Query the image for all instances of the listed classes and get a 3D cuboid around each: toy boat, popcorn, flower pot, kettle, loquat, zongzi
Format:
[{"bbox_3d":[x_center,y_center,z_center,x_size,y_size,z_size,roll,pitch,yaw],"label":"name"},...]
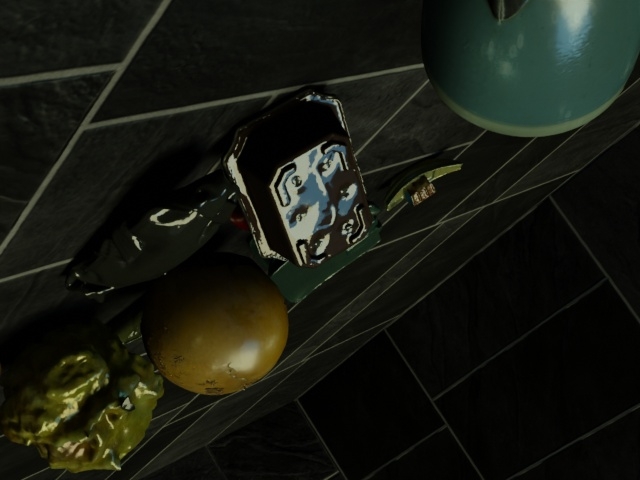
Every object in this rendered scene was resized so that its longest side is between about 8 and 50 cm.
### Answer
[{"bbox_3d":[0.195,-0.112,2.014,0.172,0.066,0.065,-32,164,-11],"label":"toy boat"},{"bbox_3d":[-0.358,0.243,1.595,0.249,0.225,0.249,-37,135,-49],"label":"popcorn"},{"bbox_3d":[-0.013,-0.064,1.371,0.179,0.084,0.250,-31,135,-13],"label":"flower pot"},{"bbox_3d":[0.244,-0.319,1.078,0.319,0.247,0.342,-62,166,-16],"label":"kettle"},{"bbox_3d":[-0.170,0.129,1.646,0.235,0.235,0.235,-31,167,-8],"label":"loquat"},{"bbox_3d":[-0.306,0.125,1.737,0.104,0.052,0.113,-21,149,-18],"label":"zongzi"}]

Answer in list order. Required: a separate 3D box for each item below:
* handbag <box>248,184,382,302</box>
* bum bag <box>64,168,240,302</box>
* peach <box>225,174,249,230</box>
[{"bbox_3d":[-0.001,0.000,1.909,0.239,0.089,0.326,-33,166,-2],"label":"handbag"},{"bbox_3d":[-0.214,-0.009,1.371,0.142,0.079,0.326,-5,159,-46],"label":"bum bag"},{"bbox_3d":[-0.059,-0.074,1.470,0.172,0.092,0.127,-25,162,-23],"label":"peach"}]
